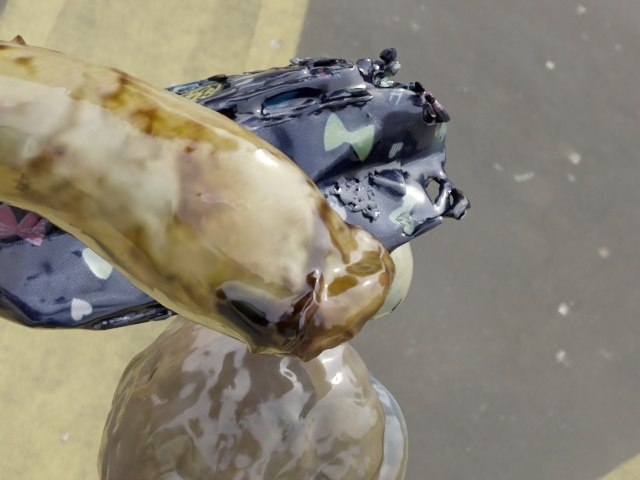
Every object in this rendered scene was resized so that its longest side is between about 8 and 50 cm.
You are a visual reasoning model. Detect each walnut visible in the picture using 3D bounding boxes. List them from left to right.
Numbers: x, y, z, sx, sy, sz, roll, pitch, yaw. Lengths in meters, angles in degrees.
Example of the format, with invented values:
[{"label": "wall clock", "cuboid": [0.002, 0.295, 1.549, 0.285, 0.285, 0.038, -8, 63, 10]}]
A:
[{"label": "walnut", "cuboid": [-0.056, 0.159, 0.955, 0.248, 0.248, 0.248, 16, 48, -18]}]

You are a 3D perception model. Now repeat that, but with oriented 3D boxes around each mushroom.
[{"label": "mushroom", "cuboid": [-0.174, -0.013, 0.302, 0.302, 0.208, 0.233, 18, 30, -49]}]

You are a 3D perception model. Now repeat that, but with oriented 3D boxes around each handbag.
[{"label": "handbag", "cuboid": [-0.061, -0.026, 0.619, 0.260, 0.162, 0.113, -16, 96, -14]}]

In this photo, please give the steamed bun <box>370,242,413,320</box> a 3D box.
[{"label": "steamed bun", "cuboid": [0.000, 0.000, 0.812, 0.130, 0.112, 0.091, 14, 83, 7]}]
